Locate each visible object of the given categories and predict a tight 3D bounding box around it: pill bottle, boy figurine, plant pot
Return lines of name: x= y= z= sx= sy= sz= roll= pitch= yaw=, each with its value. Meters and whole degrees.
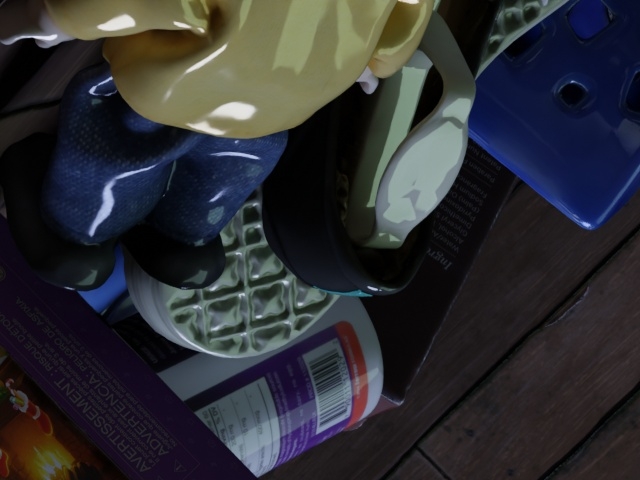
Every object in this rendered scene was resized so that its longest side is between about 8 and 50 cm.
pill bottle: x=-0.072 y=0.085 z=0.980 sx=0.193 sy=0.108 sz=0.108 roll=-25 pitch=167 yaw=-30
boy figurine: x=-0.035 y=-0.093 z=0.709 sx=0.177 sy=0.092 sz=0.285 roll=-1 pitch=141 yaw=-34
plant pot: x=0.154 y=-0.171 z=1.113 sx=0.212 sy=0.236 sz=0.236 roll=-53 pitch=174 yaw=18

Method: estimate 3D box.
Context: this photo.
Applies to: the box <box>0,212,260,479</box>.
box: x=-0.174 y=0.129 z=0.897 sx=0.057 sy=0.201 sz=0.293 roll=-40 pitch=174 yaw=-47

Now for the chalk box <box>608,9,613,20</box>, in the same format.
chalk box: x=0.193 y=-0.218 z=1.421 sx=0.180 sy=0.179 sz=0.289 roll=-45 pitch=177 yaw=8

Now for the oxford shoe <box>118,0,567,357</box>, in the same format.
oxford shoe: x=0.040 y=-0.147 z=0.927 sx=0.449 sy=0.169 sz=0.130 roll=-53 pitch=-144 yaw=2

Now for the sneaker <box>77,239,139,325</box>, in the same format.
sneaker: x=-0.105 y=0.102 z=1.117 sx=0.130 sy=0.236 sz=0.323 roll=-43 pitch=177 yaw=-38

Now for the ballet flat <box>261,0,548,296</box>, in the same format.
ballet flat: x=0.052 y=-0.101 z=0.815 sx=0.096 sy=0.095 sz=0.280 roll=39 pitch=-60 yaw=55

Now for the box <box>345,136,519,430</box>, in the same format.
box: x=0.000 y=0.000 z=1.251 sx=0.203 sy=0.167 sz=0.168 roll=-61 pitch=-168 yaw=-24
